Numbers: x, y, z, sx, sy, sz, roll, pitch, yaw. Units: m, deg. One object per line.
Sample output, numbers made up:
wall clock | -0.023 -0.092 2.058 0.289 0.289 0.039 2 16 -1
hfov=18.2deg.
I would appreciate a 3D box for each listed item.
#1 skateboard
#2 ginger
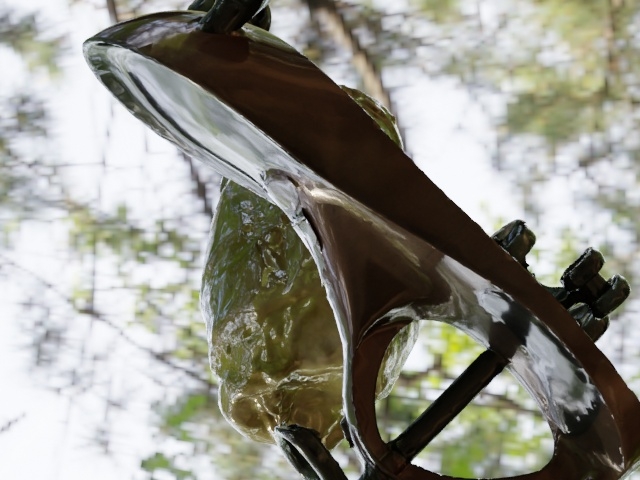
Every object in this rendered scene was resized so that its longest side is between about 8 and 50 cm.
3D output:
skateboard | 0.007 0.006 0.433 0.151 0.067 0.080 45 -105 2
ginger | 0.000 0.000 0.948 0.109 0.263 0.116 -18 -69 9
